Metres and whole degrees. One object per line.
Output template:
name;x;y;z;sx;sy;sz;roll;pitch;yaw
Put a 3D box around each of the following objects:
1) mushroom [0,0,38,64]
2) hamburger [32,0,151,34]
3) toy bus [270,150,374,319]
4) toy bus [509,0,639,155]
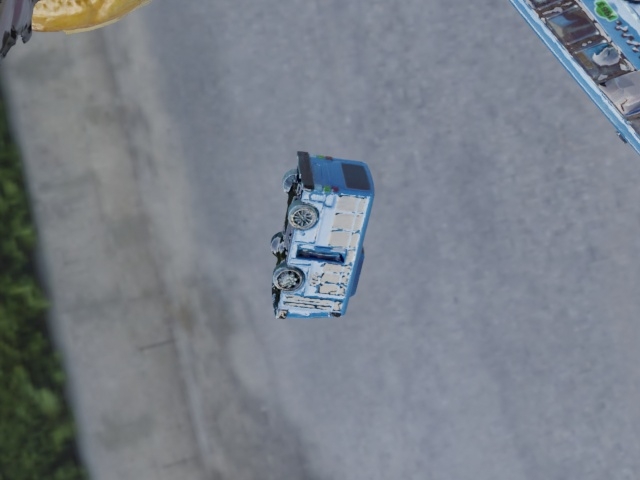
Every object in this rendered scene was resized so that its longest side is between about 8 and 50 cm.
mushroom;-0.132;-0.153;0.470;0.141;0.117;0.188;-60;6;15
hamburger;-0.240;-0.348;1.213;0.290;0.314;0.170;39;-178;-7
toy bus;0.000;0.000;1.517;0.090;0.106;0.184;-102;20;-56
toy bus;0.236;-0.158;0.934;0.134;0.113;0.246;-20;126;44
